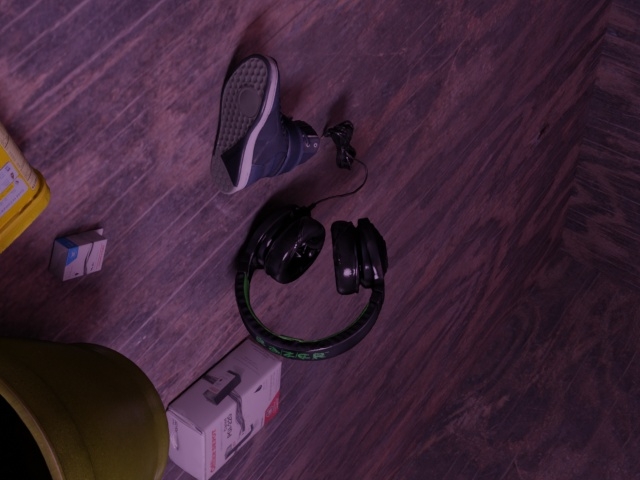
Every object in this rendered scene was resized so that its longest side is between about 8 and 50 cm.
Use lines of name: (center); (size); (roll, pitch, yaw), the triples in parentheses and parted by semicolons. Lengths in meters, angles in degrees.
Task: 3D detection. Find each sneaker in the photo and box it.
sneaker: (-0.065, -0.182, 1.347); (0.163, 0.086, 0.226); (-20, 145, -40)

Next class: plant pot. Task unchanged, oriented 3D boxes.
plant pot: (-0.350, 0.257, 1.040); (0.366, 0.366, 0.353); (-65, 167, 10)

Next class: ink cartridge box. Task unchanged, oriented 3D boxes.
ink cartridge box: (-0.173, 0.309, 1.682); (0.218, 0.092, 0.158); (-38, 147, -38)
ink cartridge box: (-0.305, 0.017, 1.188); (0.083, 0.028, 0.048); (-21, 135, -55)

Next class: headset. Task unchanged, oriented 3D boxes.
headset: (0.000, 0.000, 1.530); (0.185, 0.243, 0.394); (84, 20, -60)

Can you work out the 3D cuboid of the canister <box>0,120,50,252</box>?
canister: (-0.362, -0.070, 0.936); (0.126, 0.073, 0.170); (-50, 152, -22)
